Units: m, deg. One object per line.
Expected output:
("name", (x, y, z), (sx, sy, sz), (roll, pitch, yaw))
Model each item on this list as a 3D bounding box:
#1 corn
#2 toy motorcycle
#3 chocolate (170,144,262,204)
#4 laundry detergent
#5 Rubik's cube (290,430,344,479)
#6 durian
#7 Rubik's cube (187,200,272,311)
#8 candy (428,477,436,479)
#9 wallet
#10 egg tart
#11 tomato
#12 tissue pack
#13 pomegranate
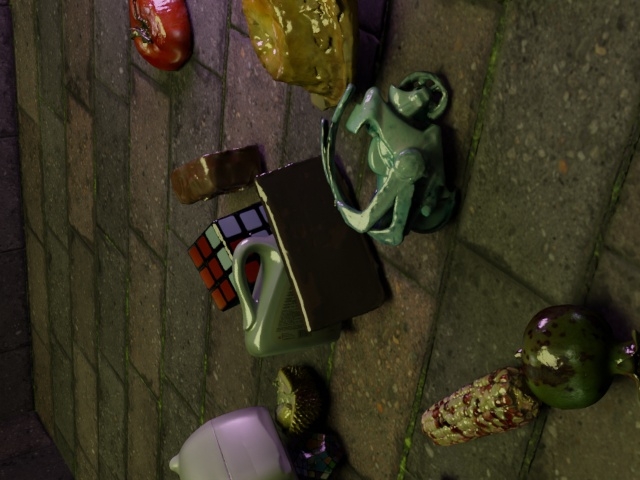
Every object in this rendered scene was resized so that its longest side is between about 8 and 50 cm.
("corn", (0.245, 0.271, 1.342), (0.280, 0.092, 0.092), (-43, 66, 54))
("toy motorcycle", (0.106, -0.127, 1.331), (0.154, 0.206, 0.260), (-72, -24, -77))
("chocolate", (-0.221, -0.140, 1.838), (0.214, 0.148, 0.093), (-8, 100, 59))
("laundry detergent", (-0.065, 0.067, 1.616), (0.105, 0.214, 0.281), (4, 103, 61))
("Rubik's cube", (-0.006, 0.450, 1.779), (0.111, 0.093, 0.111), (22, 118, 52))
("durian", (-0.054, 0.335, 1.813), (0.208, 0.102, 0.147), (-122, 39, -61))
("Rubik's cube", (-0.155, 0.029, 1.768), (0.163, 0.162, 0.160), (62, 144, 9))
("candy", (0.220, 0.560, 1.514), (0.086, 0.059, 0.292), (16, 116, 49))
("wallet", (0.000, 0.000, 1.553), (0.042, 0.165, 0.310), (105, 145, -78))
("egg tart", (-0.042, -0.373, 1.439), (0.341, 0.129, 0.341), (54, 158, 34))
("tomato", (-0.390, -0.507, 1.997), (0.228, 0.101, 0.228), (27, 125, 46))
("tissue pack", (-0.167, 0.521, 1.813), (0.333, 0.236, 0.229), (74, 170, -52))
("pomegranate", (0.344, 0.152, 1.116), (0.169, 0.148, 0.149), (-11, 93, 50))
